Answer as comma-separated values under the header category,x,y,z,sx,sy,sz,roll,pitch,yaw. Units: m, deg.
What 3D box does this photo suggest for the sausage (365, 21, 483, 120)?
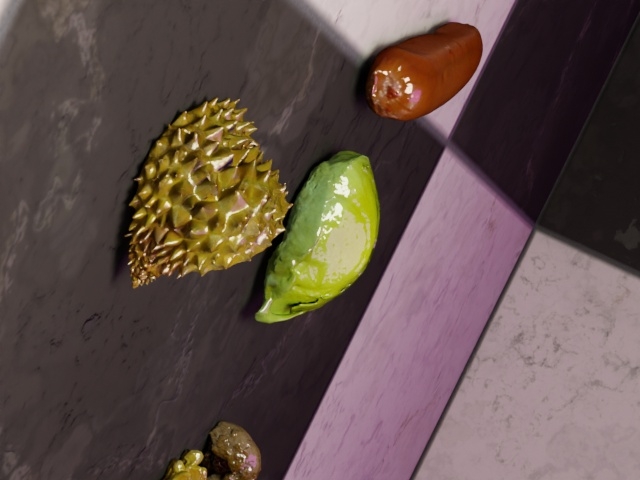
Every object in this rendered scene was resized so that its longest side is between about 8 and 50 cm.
category,x,y,z,sx,sy,sz,roll,pitch,yaw
sausage,0.154,-0.236,1.680,0.348,0.094,0.097,-33,147,-59

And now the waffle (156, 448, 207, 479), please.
category,x,y,z,sx,sy,sz,roll,pitch,yaw
waffle,-0.218,0.404,1.603,0.231,0.051,0.228,-47,156,-41

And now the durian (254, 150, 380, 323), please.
category,x,y,z,sx,sy,sz,roll,pitch,yaw
durian,0.000,0.000,1.582,0.139,0.101,0.250,22,95,-37

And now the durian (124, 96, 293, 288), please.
category,x,y,z,sx,sy,sz,roll,pitch,yaw
durian,-0.114,-0.050,1.197,0.182,0.165,0.132,-18,178,-36

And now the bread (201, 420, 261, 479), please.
category,x,y,z,sx,sy,sz,roll,pitch,yaw
bread,-0.126,0.312,1.689,0.060,0.082,0.113,-37,145,-50
